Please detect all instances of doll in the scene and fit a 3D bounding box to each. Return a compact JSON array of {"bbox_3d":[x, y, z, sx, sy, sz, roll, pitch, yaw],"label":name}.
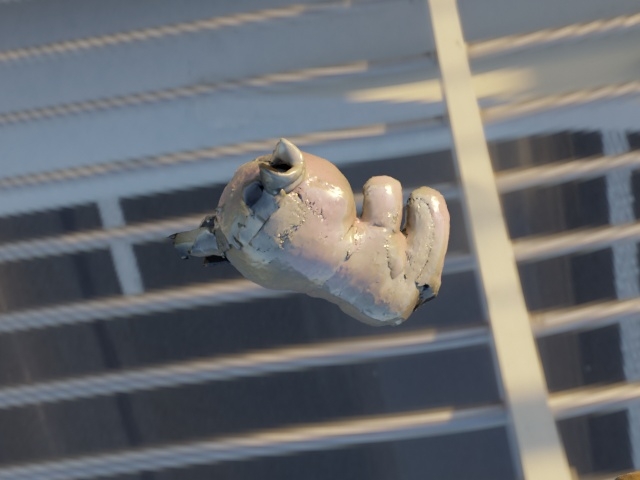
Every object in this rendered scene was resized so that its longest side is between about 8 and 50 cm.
[{"bbox_3d":[0.000,0.000,1.176,0.192,0.095,0.149,23,146,-17],"label":"doll"}]

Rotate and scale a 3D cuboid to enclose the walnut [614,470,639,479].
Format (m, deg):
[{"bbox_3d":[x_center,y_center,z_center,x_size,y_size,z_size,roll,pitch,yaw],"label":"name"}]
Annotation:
[{"bbox_3d":[0.333,0.327,1.521,0.228,0.228,0.228,-1,123,-1],"label":"walnut"}]
